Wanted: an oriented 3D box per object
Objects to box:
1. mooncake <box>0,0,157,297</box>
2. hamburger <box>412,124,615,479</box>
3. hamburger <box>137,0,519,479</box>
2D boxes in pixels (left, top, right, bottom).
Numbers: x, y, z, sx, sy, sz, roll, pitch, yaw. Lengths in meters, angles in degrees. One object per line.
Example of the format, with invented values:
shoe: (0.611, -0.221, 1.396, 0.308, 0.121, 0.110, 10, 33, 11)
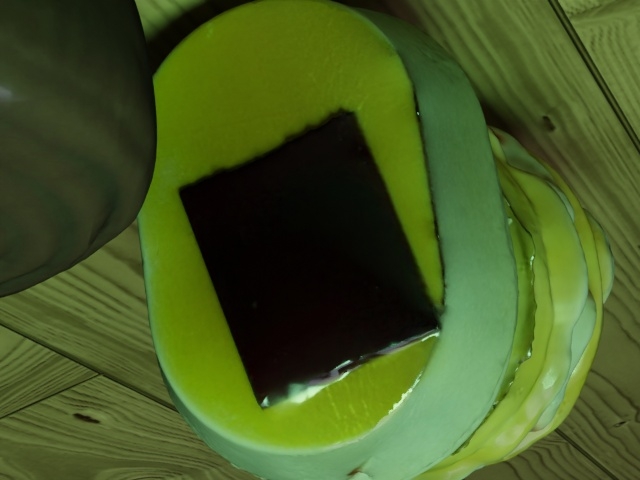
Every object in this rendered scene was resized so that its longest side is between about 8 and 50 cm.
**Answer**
mooncake: (-0.251, -0.073, 0.793, 0.333, 0.174, 0.326, -13, 156, -8)
hamburger: (0.077, 0.043, 1.098, 0.276, 0.276, 0.237, -29, 160, 24)
hamburger: (0.000, 0.000, 0.932, 0.227, 0.295, 0.151, -11, 163, 18)
